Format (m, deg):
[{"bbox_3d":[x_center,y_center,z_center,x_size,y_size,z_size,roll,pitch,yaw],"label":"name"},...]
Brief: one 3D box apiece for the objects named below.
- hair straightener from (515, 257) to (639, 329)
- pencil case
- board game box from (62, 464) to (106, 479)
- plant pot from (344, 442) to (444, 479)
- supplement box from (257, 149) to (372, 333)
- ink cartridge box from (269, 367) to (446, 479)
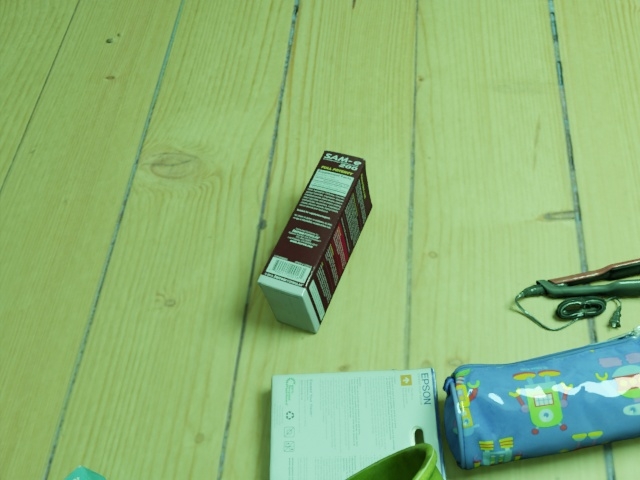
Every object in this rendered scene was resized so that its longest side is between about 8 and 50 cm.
[{"bbox_3d":[0.388,0.077,0.907,0.231,0.047,0.089,-9,58,5],"label":"hair straightener"},{"bbox_3d":[0.301,0.192,0.809,0.306,0.119,0.133,-12,82,2],"label":"pencil case"},{"bbox_3d":[-0.281,0.480,0.760,0.254,0.079,0.336,-42,62,-16],"label":"board game box"},{"bbox_3d":[0.051,0.438,0.579,0.367,0.366,0.353,-32,79,-10],"label":"plant pot"},{"bbox_3d":[0.000,0.000,0.973,0.073,0.130,0.239,16,62,19],"label":"supplement box"},{"bbox_3d":[0.046,0.279,0.845,0.224,0.045,0.223,-4,59,6],"label":"ink cartridge box"}]
